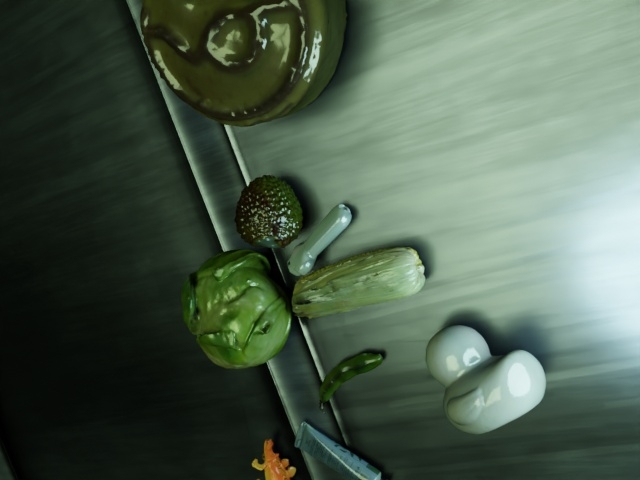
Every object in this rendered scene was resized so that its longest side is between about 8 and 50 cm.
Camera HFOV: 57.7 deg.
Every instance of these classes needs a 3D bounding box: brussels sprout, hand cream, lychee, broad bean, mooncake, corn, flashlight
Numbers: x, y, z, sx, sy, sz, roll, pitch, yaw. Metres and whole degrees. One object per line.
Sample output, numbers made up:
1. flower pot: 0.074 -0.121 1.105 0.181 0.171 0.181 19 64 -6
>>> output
1. brussels sprout: -0.194 0.166 1.359 0.259 0.227 0.294 46 125 25
2. hand cream: 0.048 0.540 1.428 0.256 0.055 0.088 24 119 21
3. lychee: -0.115 -0.064 1.306 0.171 0.171 0.171 6 105 24
4. broad bean: 0.060 0.325 1.378 0.069 0.039 0.226 48 118 15
5. mooncake: -0.153 -0.435 1.185 0.394 0.246 0.393 -33 93 31
6. corn: 0.077 0.097 1.267 0.305 0.123 0.122 -20 95 28
7. flashlight: 0.000 0.000 1.310 0.048 0.093 0.200 32 112 -25

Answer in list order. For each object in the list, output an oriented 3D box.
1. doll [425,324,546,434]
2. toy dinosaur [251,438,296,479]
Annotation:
1. doll: 0.316 0.261 1.165 0.221 0.221 0.251 54 150 4
2. toy dinosaur: -0.111 0.644 1.521 0.117 0.070 0.288 5 109 24
